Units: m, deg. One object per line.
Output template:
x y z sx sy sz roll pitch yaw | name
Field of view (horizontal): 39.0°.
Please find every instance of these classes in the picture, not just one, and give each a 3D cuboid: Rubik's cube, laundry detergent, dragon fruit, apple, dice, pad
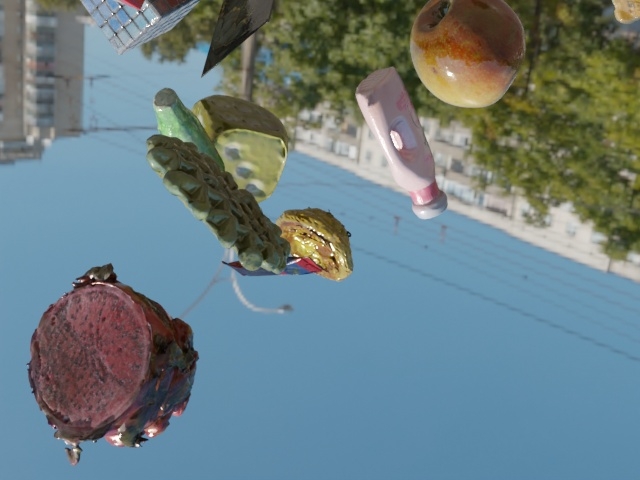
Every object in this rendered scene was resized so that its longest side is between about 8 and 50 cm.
-0.498 -0.695 2.511 0.237 0.237 0.238 -28 -168 47 | Rubik's cube
0.183 -0.201 1.951 0.088 0.335 0.159 -11 -152 34 | laundry detergent
-0.369 0.234 1.697 0.296 0.314 0.263 41 -173 24 | dragon fruit
0.394 -0.533 2.462 0.277 0.319 0.319 26 -171 -25 | apple
-0.240 -0.245 2.451 0.238 0.233 0.227 10 -149 -30 | dice
-0.169 -0.560 2.087 0.007 0.248 0.367 34 -133 -29 | pad

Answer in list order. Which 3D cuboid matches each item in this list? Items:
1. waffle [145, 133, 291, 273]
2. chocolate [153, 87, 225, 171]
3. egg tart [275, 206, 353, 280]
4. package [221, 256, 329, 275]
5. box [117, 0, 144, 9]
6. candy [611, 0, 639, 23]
-0.166 -0.064 1.509 0.309 0.056 0.292 49 -171 9 | waffle
-0.297 -0.227 1.985 0.110 0.110 0.291 11 155 17 | chocolate
0.000 0.000 2.691 0.290 0.290 0.115 21 -121 39 | egg tart
-0.088 0.051 1.737 0.200 0.022 0.083 -3 161 28 | package
-0.427 -0.512 1.799 0.152 0.048 0.100 31 -172 41 | box
0.611 -0.458 1.516 0.271 0.143 0.101 -9 -150 37 | candy
